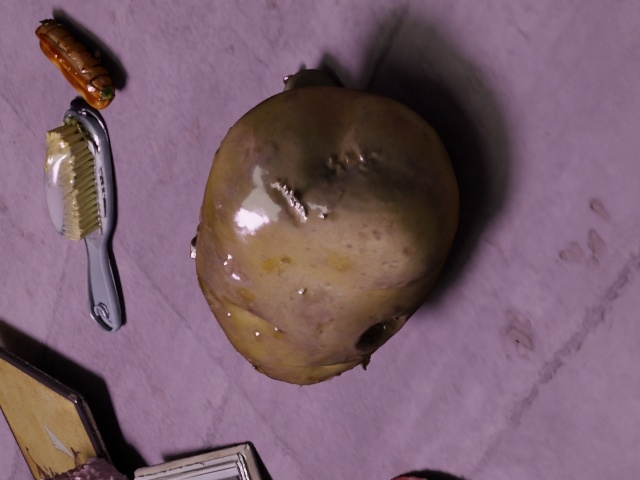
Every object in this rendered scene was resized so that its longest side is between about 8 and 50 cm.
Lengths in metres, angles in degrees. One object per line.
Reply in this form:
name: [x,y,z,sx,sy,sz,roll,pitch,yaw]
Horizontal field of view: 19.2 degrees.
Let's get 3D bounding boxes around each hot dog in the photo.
hot dog: [-0.226,-0.167,1.757,0.122,0.037,0.049,48,161,28]

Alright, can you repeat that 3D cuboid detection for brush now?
brush: [-0.242,-0.008,1.897,0.068,0.060,0.297,33,141,34]

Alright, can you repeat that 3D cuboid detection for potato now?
potato: [0.000,0.000,1.435,0.192,0.141,0.296,13,135,-4]

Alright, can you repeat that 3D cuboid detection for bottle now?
bottle: [-0.020,-0.094,1.494,0.047,0.063,0.101,26,153,-9]

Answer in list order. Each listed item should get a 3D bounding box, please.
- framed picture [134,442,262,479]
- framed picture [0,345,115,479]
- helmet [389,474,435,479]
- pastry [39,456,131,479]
framed picture: [-0.098,0.366,1.964,0.232,0.019,0.296,-22,85,52]
framed picture: [-0.301,0.274,2.258,0.255,0.014,0.338,23,140,46]
helmet: [0.099,0.408,1.595,0.385,0.230,0.337,45,148,20]
pastry: [-0.208,0.354,2.115,0.265,0.112,0.103,54,142,2]
